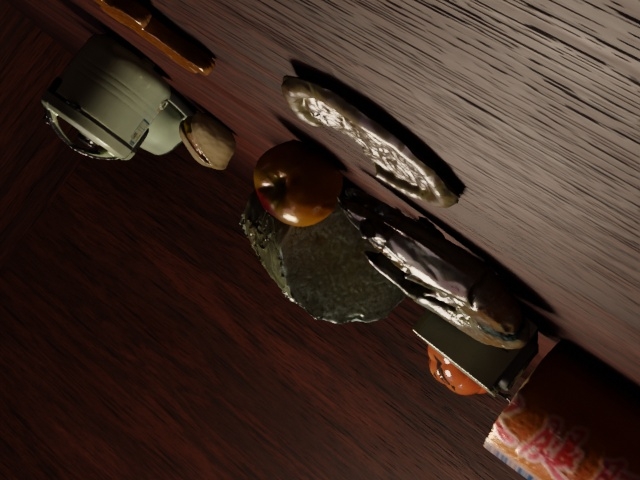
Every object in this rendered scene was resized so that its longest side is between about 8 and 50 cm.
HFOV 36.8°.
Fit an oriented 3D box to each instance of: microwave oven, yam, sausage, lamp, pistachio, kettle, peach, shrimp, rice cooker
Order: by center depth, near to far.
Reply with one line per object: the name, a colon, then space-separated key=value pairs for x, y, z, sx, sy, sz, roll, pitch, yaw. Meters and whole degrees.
shrimp: x=0.158 y=0.049 z=1.433 sx=0.360 sy=0.085 sz=0.247 roll=39 pitch=163 yaw=-9
peach: x=-0.035 y=-0.087 z=1.504 sx=0.138 sy=0.138 sz=0.138 roll=36 pitch=178 yaw=2
sausage: x=0.450 y=0.340 z=1.618 sx=0.287 sy=0.233 sz=0.233 roll=36 pitch=178 yaw=22
microwave oven: x=0.279 y=0.165 z=1.650 sx=0.194 sy=0.145 sz=0.240 roll=35 pitch=177 yaw=17
yam: x=0.000 y=0.000 z=1.742 sx=0.241 sy=0.241 sz=0.348 roll=37 pitch=179 yaw=-25
rice cooker: x=-0.450 y=-0.293 z=2.022 sx=0.226 sy=0.244 sz=0.226 roll=33 pitch=175 yaw=3
pistachio: x=-0.258 y=-0.225 z=2.180 sx=0.149 sy=0.113 sz=0.113 roll=37 pitch=178 yaw=-40
lamp: x=0.335 y=0.258 z=2.196 sx=0.188 sy=0.187 sz=0.164 roll=37 pitch=173 yaw=-14
kettle: x=-0.417 y=-0.317 z=2.265 sx=0.240 sy=0.165 sz=0.255 roll=-5 pitch=150 yaw=40

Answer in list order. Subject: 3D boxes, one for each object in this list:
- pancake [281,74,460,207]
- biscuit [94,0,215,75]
pancake: x=0.055 y=-0.105 z=1.033 sx=0.235 sy=0.029 sz=0.212 roll=35 pitch=177 yaw=-11
biscuit: x=-0.254 y=-0.312 z=1.331 sx=0.250 sy=0.036 sz=0.165 roll=33 pitch=178 yaw=-24
